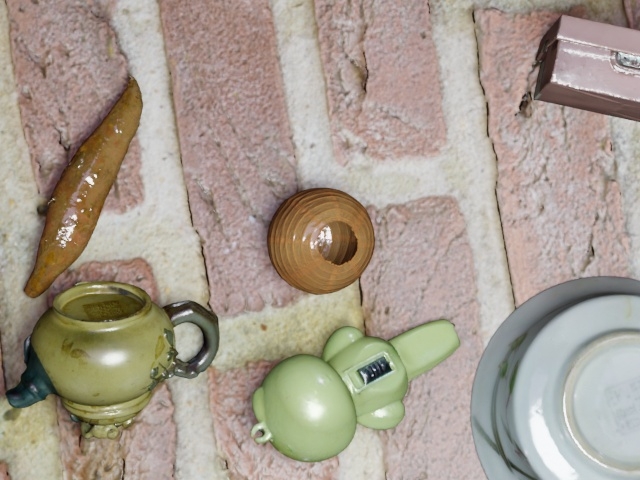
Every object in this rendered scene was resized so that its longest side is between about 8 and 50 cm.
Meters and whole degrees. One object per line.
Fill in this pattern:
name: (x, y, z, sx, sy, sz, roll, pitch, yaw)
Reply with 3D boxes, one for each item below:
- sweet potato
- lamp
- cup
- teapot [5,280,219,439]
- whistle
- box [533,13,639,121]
sweet potato: (-0.301, -0.072, 1.895, 0.066, 0.072, 0.314, 12, 77, 42)
lamp: (0.000, 0.000, 1.850, 0.136, 0.136, 0.136, 0, 79, 0)
cup: (0.359, 0.202, 1.797, 0.347, 0.163, 0.347, 0, 79, 1)
teapot: (-0.251, 0.153, 1.821, 0.269, 0.173, 0.183, -8, 113, -22)
whistle: (0.036, 0.182, 1.836, 0.294, 0.141, 0.141, -21, 78, -36)
box: (0.379, -0.203, 1.847, 0.215, 0.215, 0.086, 12, 91, 2)
